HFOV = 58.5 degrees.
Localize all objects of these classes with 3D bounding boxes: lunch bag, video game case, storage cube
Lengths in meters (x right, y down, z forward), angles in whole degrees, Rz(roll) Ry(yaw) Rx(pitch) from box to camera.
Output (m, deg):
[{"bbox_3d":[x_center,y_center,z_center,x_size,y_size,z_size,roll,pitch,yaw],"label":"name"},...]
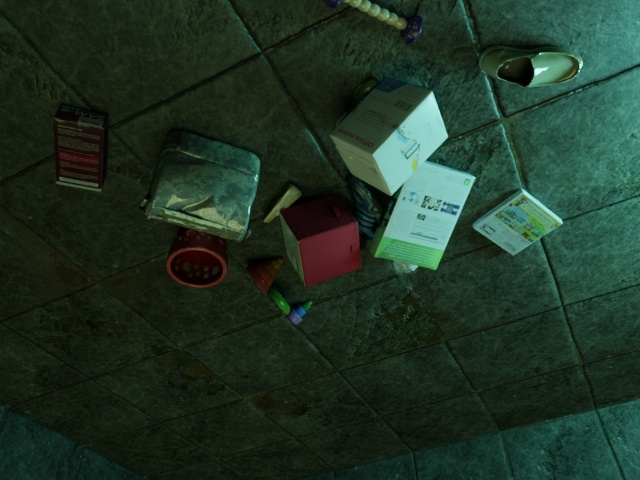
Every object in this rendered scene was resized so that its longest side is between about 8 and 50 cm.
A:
[{"bbox_3d":[-0.338,-0.138,1.629,0.305,0.256,0.212,17,133,-19],"label":"lunch bag"},{"bbox_3d":[0.663,-0.057,1.928,0.227,0.026,0.206,30,128,-28],"label":"video game case"},{"bbox_3d":[0.000,0.000,1.787,0.193,0.183,0.215,-18,129,-14],"label":"storage cube"}]

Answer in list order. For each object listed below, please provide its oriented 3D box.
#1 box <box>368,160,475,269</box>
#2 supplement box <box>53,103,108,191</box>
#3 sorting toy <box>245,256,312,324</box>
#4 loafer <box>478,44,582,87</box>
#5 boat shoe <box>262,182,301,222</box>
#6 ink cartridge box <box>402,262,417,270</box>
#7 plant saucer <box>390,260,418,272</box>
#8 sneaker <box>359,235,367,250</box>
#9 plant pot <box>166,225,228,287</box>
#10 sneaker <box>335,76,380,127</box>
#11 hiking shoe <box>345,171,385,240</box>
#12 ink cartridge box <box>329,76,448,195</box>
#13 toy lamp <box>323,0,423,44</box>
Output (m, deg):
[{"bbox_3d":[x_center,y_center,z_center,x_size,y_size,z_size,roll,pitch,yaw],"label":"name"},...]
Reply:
[{"bbox_3d":[0.309,-0.080,1.754,0.232,0.058,0.322,13,107,-23],"label":"box"},{"bbox_3d":[-0.677,-0.257,1.620,0.130,0.073,0.239,10,136,-14],"label":"supplement box"},{"bbox_3d":[-0.131,0.176,2.104,0.126,0.127,0.365,-41,134,-4],"label":"sorting toy"},{"bbox_3d":[0.546,-0.440,1.473,0.269,0.092,0.102,0,136,-3],"label":"loafer"},{"bbox_3d":[-0.121,-0.108,1.810,0.059,0.063,0.170,29,127,-22],"label":"boat shoe"},{"bbox_3d":[0.310,-0.033,1.848,0.181,0.056,0.224,33,101,-35],"label":"ink cartridge box"},{"bbox_3d":[0.306,0.015,1.929,0.199,0.036,0.198,-18,126,-26],"label":"plant saucer"},{"bbox_3d":[0.053,0.023,1.964,0.209,0.069,0.082,-8,164,-3],"label":"sneaker"},{"bbox_3d":[-0.392,0.029,1.859,0.191,0.174,0.191,-1,137,-1],"label":"plant pot"},{"bbox_3d":[0.106,-0.345,1.555,0.064,0.086,0.192,20,131,-22],"label":"sneaker"},{"bbox_3d":[0.137,-0.095,1.799,0.132,0.113,0.304,-21,133,18],"label":"hiking shoe"},{"bbox_3d":[0.179,-0.273,1.493,0.232,0.171,0.168,-46,137,-10],"label":"ink cartridge box"},{"bbox_3d":[0.108,-0.552,1.349,0.275,0.080,0.080,18,132,-23],"label":"toy lamp"}]
